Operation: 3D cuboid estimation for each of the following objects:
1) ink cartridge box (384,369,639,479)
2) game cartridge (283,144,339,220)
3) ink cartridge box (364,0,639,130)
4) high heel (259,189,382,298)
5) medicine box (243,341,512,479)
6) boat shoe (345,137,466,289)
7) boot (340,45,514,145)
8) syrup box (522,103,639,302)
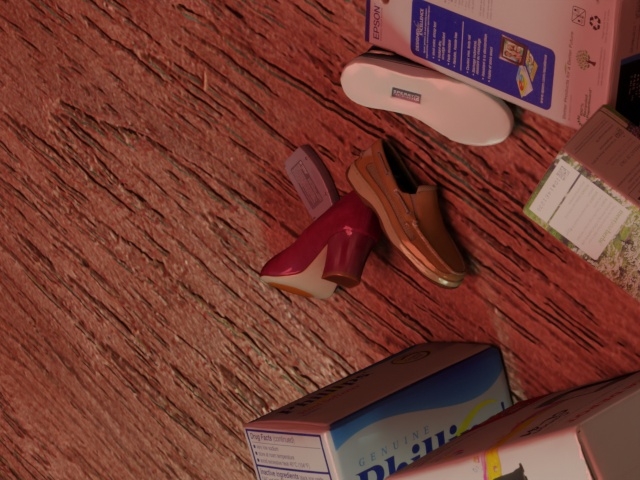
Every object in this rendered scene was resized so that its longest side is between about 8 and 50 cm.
[{"bbox_3d":[0.247,0.228,1.870,0.306,0.226,0.131,-26,87,52],"label":"ink cartridge box"},{"bbox_3d":[-0.009,-0.069,2.216,0.083,0.017,0.056,61,146,9],"label":"game cartridge"},{"bbox_3d":[0.180,-0.230,1.862,0.333,0.065,0.165,28,128,39],"label":"ink cartridge box"},{"bbox_3d":[0.000,0.000,2.215,0.244,0.082,0.117,159,129,-69],"label":"high heel"},{"bbox_3d":[0.090,0.289,2.060,0.149,0.263,0.289,-2,106,51],"label":"medicine box"},{"bbox_3d":[0.103,-0.033,2.058,0.190,0.068,0.072,51,117,19],"label":"boat shoe"},{"bbox_3d":[0.122,-0.161,1.971,0.190,0.086,0.069,22,122,13],"label":"boot"},{"bbox_3d":[0.316,-0.007,1.730,0.237,0.096,0.093,38,137,10],"label":"syrup box"}]
